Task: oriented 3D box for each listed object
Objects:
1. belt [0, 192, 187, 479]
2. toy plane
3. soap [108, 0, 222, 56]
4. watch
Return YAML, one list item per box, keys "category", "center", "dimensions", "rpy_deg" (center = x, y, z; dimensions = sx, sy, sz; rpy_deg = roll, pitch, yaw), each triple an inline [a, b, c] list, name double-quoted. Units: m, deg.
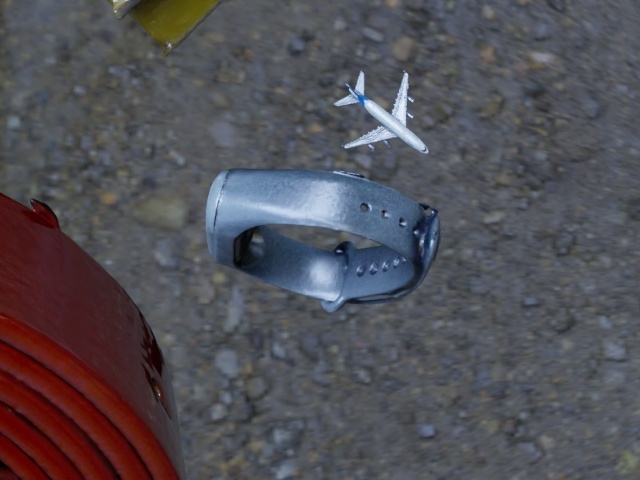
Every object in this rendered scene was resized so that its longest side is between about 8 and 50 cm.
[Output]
- category: "belt"
  center: [-0.197, 0.081, 0.703]
  dimensions: [0.227, 0.324, 0.115]
  rpy_deg: [-41, 30, 13]
- category: "toy plane"
  center: [0.052, -0.096, 1.248]
  dimensions: [0.084, 0.024, 0.078]
  rpy_deg: [40, 90, -2]
- category: "soap"
  center: [-0.144, -0.398, 1.529]
  dimensions: [0.335, 0.156, 0.293]
  rpy_deg: [-47, 63, 3]
- category: "watch"
  center: [0.000, 0.000, 1.335]
  dimensions: [0.193, 0.206, 0.068]
  rpy_deg: [13, 71, 1]
